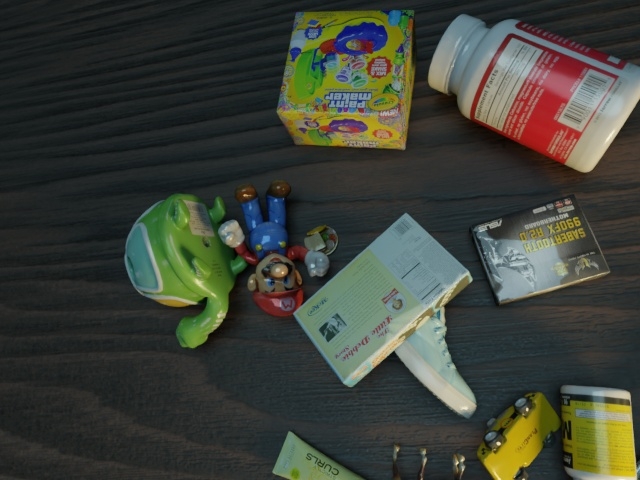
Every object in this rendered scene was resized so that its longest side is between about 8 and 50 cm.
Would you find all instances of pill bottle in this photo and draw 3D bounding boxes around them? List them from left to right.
[{"bbox_3d":[0.456,-0.337,1.088,0.408,0.229,0.229,33,83,20],"label":"pill bottle"},{"bbox_3d":[0.512,0.379,0.916,0.119,0.119,0.208,1,73,13],"label":"pill bottle"}]

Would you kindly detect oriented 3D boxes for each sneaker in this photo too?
[{"bbox_3d":[0.217,0.187,1.034,0.150,0.135,0.366,-41,69,4],"label":"sneaker"}]

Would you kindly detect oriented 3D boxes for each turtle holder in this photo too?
[{"bbox_3d":[-0.314,0.060,1.167,0.227,0.243,0.320,-24,108,21],"label":"turtle holder"}]

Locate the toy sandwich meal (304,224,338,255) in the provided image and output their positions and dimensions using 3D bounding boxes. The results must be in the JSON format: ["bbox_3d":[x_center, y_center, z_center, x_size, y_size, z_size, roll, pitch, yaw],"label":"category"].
[{"bbox_3d":[0.000,0.000,1.196,0.086,0.029,0.085,-4,73,12],"label":"toy sandwich meal"}]

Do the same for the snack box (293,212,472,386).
[{"bbox_3d":[0.120,0.116,1.002,0.322,0.060,0.187,-42,57,2],"label":"snack box"}]

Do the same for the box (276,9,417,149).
[{"bbox_3d":[0.076,-0.390,1.220,0.290,0.177,0.279,5,76,14],"label":"box"}]

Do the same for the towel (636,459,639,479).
[{"bbox_3d":[0.788,0.444,0.854,0.374,0.090,0.320,43,90,20],"label":"towel"}]

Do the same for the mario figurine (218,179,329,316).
[{"bbox_3d":[-0.104,0.013,1.127,0.198,0.170,0.320,-20,72,23],"label":"mario figurine"}]

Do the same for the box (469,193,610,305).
[{"bbox_3d":[0.463,0.022,1.069,0.231,0.056,0.183,-17,70,8],"label":"box"}]

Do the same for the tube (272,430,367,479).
[{"bbox_3d":[0.017,0.495,1.030,0.240,0.062,0.070,20,38,23],"label":"tube"}]

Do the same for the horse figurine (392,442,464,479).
[{"bbox_3d":[0.205,0.480,0.915,0.263,0.066,0.174,-20,53,52],"label":"horse figurine"}]

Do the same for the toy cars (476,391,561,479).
[{"bbox_3d":[0.350,0.480,0.938,0.176,0.087,0.393,15,77,-18],"label":"toy cars"}]
